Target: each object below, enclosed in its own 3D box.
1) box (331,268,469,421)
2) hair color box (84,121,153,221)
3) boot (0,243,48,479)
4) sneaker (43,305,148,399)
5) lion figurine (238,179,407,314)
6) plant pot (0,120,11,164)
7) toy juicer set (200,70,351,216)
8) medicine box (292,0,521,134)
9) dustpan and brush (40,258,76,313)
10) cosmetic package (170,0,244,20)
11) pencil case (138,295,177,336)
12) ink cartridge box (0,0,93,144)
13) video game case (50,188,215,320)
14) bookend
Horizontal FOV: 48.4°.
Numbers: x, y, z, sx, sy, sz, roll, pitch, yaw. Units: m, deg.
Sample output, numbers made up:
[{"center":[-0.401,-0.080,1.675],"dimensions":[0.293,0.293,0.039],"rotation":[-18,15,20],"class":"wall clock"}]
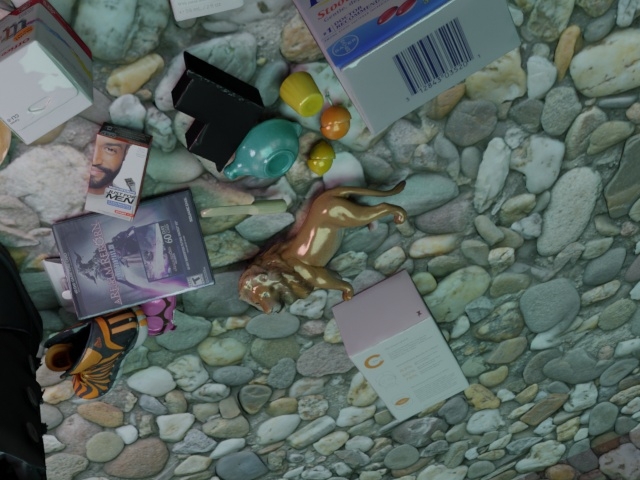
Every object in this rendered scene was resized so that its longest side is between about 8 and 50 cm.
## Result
[{"center":[0.206,0.272,1.792],"dimensions":[0.215,0.168,0.345],"rotation":[-28,133,6],"class":"box"},{"center":[-0.371,-0.123,1.308],"dimensions":[0.093,0.053,0.167],"rotation":[15,124,-10],"class":"hair color box"},{"center":[-0.604,0.226,1.272],"dimensions":[0.146,0.445,0.367],"rotation":[-22,133,-1],"class":"boot"},{"center":[-0.503,0.247,1.492],"dimensions":[0.180,0.124,0.321],"rotation":[-14,149,-48],"class":"sneaker"},{"center":[0.000,0.000,1.528],"dimensions":[0.240,0.142,0.392],"rotation":[23,105,-25],"class":"lion figurine"},{"center":[-0.630,-0.166,1.161],"dimensions":[0.236,0.032,0.236],"rotation":[-29,148,-20],"class":"plant pot"},{"center":[-0.077,-0.164,1.383],"dimensions":[0.329,0.089,0.209],"rotation":[-49,146,19],"class":"toy juicer set"},{"center":[0.122,-0.357,1.133],"dimensions":[0.263,0.289,0.149],"rotation":[-31,135,8],"class":"medicine box"},{"center":[-0.451,0.098,1.455],"dimensions":[0.211,0.060,0.147],"rotation":[-5,132,-2],"class":"dustpan and brush"},{"center":[-0.195,-0.463,1.070],"dimensions":[0.117,0.085,0.231],"rotation":[-16,134,-6],"class":"cosmetic package"},{"center":[-0.345,0.106,1.506],"dimensions":[0.098,0.095,0.209],"rotation":[20,130,9],"class":"pencil case"},{"center":[-0.439,-0.263,1.092],"dimensions":[0.128,0.176,0.127],"rotation":[-30,133,7],"class":"ink cartridge box"},{"center":[-0.364,0.027,1.400],"dimensions":[0.274,0.026,0.196],"rotation":[-15,96,-8],"class":"video game case"},{"center":[-0.209,-0.226,1.277],"dimensions":[0.156,0.072,0.157],"rotation":[22,120,-32],"class":"bookend"}]
